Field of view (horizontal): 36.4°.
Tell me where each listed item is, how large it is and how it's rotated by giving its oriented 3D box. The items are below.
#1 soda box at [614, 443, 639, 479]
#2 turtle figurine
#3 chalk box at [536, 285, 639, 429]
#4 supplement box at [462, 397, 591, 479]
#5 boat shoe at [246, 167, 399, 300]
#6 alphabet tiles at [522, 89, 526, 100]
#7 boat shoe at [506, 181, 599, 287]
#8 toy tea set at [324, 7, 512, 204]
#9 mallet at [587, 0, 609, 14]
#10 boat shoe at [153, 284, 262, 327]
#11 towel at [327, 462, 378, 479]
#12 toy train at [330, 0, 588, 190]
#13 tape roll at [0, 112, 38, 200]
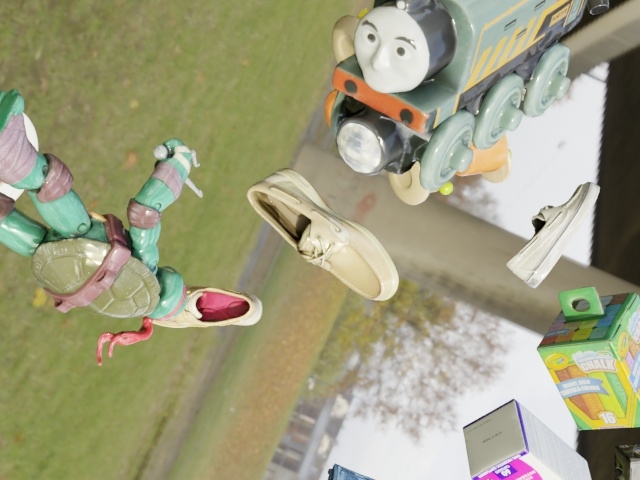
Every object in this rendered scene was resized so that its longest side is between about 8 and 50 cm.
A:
[{"bbox_3d":[0.398,0.338,1.197,0.053,0.060,0.168,-109,-165,-78],"label":"soda box"},{"bbox_3d":[-0.161,-0.005,0.690,0.175,0.234,0.118,-35,-137,19],"label":"turtle figurine"},{"bbox_3d":[0.593,0.232,2.054,0.180,0.289,0.179,-15,-158,45],"label":"chalk box"},{"bbox_3d":[0.351,0.382,1.623,0.111,0.220,0.114,-36,-149,25],"label":"supplement box"},{"bbox_3d":[0.000,0.000,1.644,0.098,0.302,0.109,-30,159,-47],"label":"boat shoe"},{"bbox_3d":[0.290,-0.348,1.929,0.343,0.285,0.011,27,-90,52],"label":"alphabet tiles"},{"bbox_3d":[0.470,-0.028,1.972,0.267,0.088,0.096,-53,174,-15],"label":"boat shoe"},{"bbox_3d":[0.140,-0.173,1.351,0.124,0.336,0.200,-21,145,-33],"label":"toy tea set"},{"bbox_3d":[0.492,-0.475,1.713,0.189,0.039,0.062,64,18,-66],"label":"mallet"},{"bbox_3d":[-0.167,0.088,1.333,0.059,0.170,0.063,64,25,-79],"label":"boat shoe"},{"bbox_3d":[0.060,0.384,1.459,0.029,0.119,0.067,-29,-138,45],"label":"towel"},{"bbox_3d":[0.133,-0.182,0.870,0.334,0.142,0.190,-36,147,-40],"label":"toy train"},{"bbox_3d":[-0.692,-0.177,1.865,0.246,0.169,0.246,-38,144,-35],"label":"tape roll"}]
